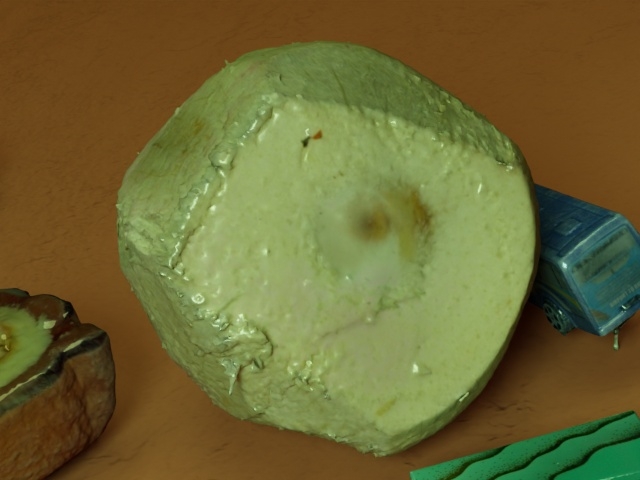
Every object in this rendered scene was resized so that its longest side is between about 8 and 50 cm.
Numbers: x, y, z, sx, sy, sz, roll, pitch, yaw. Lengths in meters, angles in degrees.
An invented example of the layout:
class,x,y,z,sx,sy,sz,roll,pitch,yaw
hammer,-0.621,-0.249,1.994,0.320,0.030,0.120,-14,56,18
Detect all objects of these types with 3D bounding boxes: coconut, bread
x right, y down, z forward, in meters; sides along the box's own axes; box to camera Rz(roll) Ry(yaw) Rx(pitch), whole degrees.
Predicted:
class,x,y,z,sx,sy,sz,roll,pitch,yaw
coconut,0.000,0.000,1.012,0.297,0.297,0.254,-23,11,-16
bread,-0.287,0.144,1.049,0.244,0.123,0.190,-31,32,-30

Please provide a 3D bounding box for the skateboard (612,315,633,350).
class,x,y,z,sx,sy,sz,roll,pitch,yaw
skateboard,0.260,0.057,1.067,0.064,0.032,0.083,22,41,32

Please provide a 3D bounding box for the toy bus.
class,x,y,z,sx,sy,sz,roll,pitch,yaw
toy bus,0.178,0.004,1.087,0.079,0.094,0.236,-31,20,-11

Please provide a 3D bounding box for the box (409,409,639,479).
class,x,y,z,sx,sy,sz,roll,pitch,yaw
box,0.156,0.200,0.839,0.161,0.042,0.226,-14,29,-2
